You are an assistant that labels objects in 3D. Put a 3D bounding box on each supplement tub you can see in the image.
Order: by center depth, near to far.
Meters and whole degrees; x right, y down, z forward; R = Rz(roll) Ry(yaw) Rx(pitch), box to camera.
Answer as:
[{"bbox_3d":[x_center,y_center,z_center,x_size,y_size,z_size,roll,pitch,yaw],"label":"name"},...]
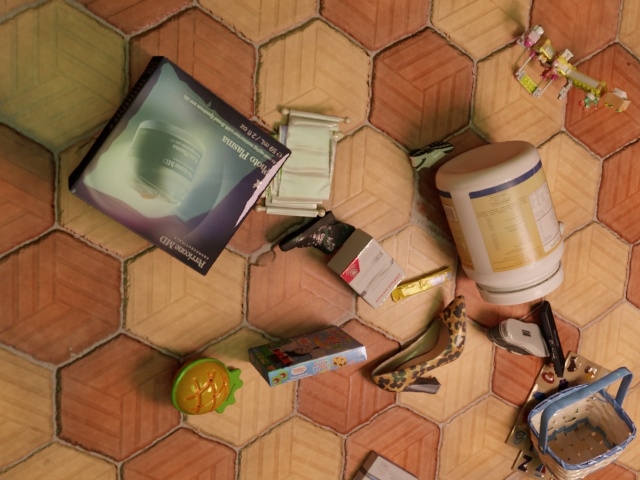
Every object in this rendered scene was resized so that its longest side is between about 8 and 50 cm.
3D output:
[{"bbox_3d":[0.403,-0.039,1.681,0.228,0.228,0.316,-25,108,-14],"label":"supplement tub"}]

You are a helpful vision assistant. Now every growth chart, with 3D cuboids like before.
[{"bbox_3d":[-0.045,-0.161,1.589,0.172,0.021,0.237,12,95,-9],"label":"growth chart"}]

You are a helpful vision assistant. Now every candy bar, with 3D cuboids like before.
[{"bbox_3d":[0.237,0.101,1.760,0.162,0.018,0.040,-19,110,-16],"label":"candy bar"}]

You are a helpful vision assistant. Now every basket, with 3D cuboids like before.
[{"bbox_3d":[0.629,0.445,1.845,0.255,0.201,0.288,-20,138,-17],"label":"basket"}]

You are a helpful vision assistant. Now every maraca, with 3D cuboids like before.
[{"bbox_3d":[-0.235,0.307,1.587,0.186,0.099,0.127,23,94,-49],"label":"maraca"}]

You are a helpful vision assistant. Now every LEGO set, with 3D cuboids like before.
[{"bbox_3d":[0.549,-0.357,1.726,0.287,0.132,0.107,39,91,0],"label":"LEGO set"}]

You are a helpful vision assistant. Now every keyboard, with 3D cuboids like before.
[{"bbox_3d":[0.571,0.249,1.877,0.023,0.108,0.180,-13,104,26],"label":"keyboard"}]

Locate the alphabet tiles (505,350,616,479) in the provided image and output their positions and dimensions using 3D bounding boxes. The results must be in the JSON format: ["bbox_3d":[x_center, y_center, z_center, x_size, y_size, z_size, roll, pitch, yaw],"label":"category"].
[{"bbox_3d":[0.637,0.470,1.985,0.285,0.011,0.342,25,91,-22],"label":"alphabet tiles"}]

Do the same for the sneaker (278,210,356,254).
[{"bbox_3d":[-0.001,0.000,1.632,0.170,0.051,0.089,-35,108,-19],"label":"sneaker"}]

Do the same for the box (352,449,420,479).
[{"bbox_3d":[0.130,0.613,1.810,0.145,0.038,0.186,36,88,-22],"label":"box"}]

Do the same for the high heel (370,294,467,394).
[{"bbox_3d":[0.228,0.236,1.739,0.186,0.093,0.261,11,105,-28],"label":"high heel"}]

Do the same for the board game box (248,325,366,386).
[{"bbox_3d":[-0.031,0.242,1.612,0.212,0.160,0.039,-12,103,-18],"label":"board game box"}]

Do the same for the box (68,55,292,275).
[{"bbox_3d":[-0.266,-0.140,1.435,0.296,0.183,0.294,35,91,-22],"label":"box"}]

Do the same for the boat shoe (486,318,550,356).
[{"bbox_3d":[0.483,0.239,1.850,0.219,0.070,0.077,25,53,-40],"label":"boat shoe"}]

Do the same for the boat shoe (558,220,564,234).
[{"bbox_3d":[0.552,0.018,1.850,0.040,0.049,0.142,16,93,-3],"label":"boat shoe"}]

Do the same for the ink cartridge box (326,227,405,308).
[{"bbox_3d":[0.101,0.062,1.658,0.109,0.063,0.150,-49,131,-5],"label":"ink cartridge box"}]

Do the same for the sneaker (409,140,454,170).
[{"bbox_3d":[0.249,-0.190,1.702,0.109,0.040,0.043,-19,123,-12],"label":"sneaker"}]
